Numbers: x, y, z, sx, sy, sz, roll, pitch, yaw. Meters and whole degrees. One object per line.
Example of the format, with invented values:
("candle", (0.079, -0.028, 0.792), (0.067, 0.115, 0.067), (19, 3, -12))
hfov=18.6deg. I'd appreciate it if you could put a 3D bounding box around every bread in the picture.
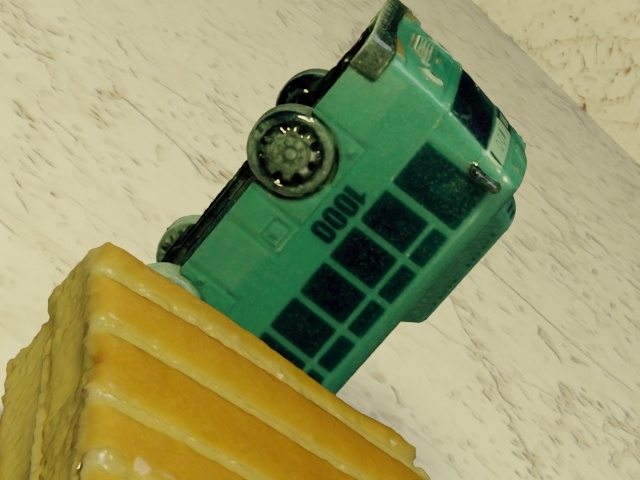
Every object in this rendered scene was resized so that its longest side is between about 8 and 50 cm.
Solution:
("bread", (-0.034, 0.152, 0.914), (0.246, 0.111, 0.239), (34, 22, -22))

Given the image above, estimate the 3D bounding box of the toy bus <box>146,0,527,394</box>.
("toy bus", (0.000, 0.000, 1.110), (0.147, 0.256, 0.128), (39, 18, -6))
